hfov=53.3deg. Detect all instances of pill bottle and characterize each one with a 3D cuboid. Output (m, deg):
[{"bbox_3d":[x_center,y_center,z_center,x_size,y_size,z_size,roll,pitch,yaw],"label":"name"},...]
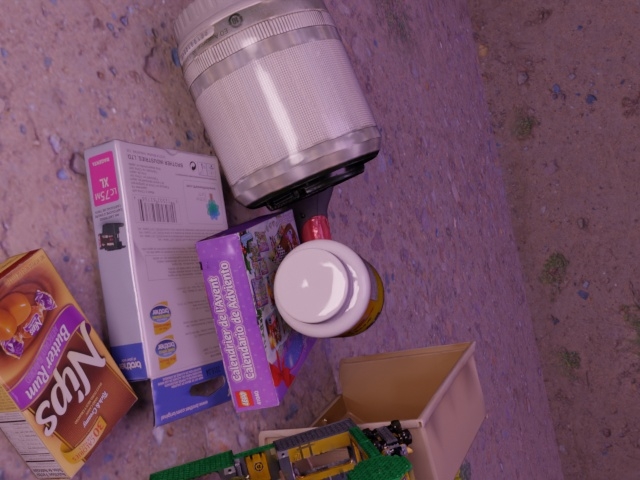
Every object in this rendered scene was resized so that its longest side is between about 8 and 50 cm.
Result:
[{"bbox_3d":[0.012,0.064,0.801,0.215,0.117,0.118,33,50,-75],"label":"pill bottle"}]

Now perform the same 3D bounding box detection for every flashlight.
[{"bbox_3d":[0.000,0.000,1.038,0.103,0.103,0.304,-12,89,-62],"label":"flashlight"}]

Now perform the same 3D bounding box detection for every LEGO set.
[{"bbox_3d":[-0.039,0.327,0.643,0.331,0.255,0.192,-14,93,-18],"label":"LEGO set"}]

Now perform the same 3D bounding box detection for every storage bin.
[{"bbox_3d":[0.084,0.263,0.927,0.262,0.260,0.123,-27,102,-60],"label":"storage bin"}]

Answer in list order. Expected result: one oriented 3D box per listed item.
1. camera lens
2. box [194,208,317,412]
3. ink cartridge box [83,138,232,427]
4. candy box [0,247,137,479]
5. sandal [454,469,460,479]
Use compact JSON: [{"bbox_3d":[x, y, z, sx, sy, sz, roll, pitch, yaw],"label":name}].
[{"bbox_3d":[-0.057,-0.193,0.871,0.219,0.219,0.275,-27,95,-60],"label":"camera lens"},{"bbox_3d":[-0.070,0.073,0.844,0.293,0.057,0.201,-39,116,-78],"label":"box"},{"bbox_3d":[-0.174,0.046,0.758,0.185,0.065,0.312,-1,78,-63],"label":"ink cartridge box"},{"bbox_3d":[-0.261,0.115,0.595,0.187,0.053,0.109,67,31,-22],"label":"candy box"},{"bbox_3d":[0.209,0.528,1.224,0.138,0.126,0.318,99,-11,-62],"label":"sandal"}]
